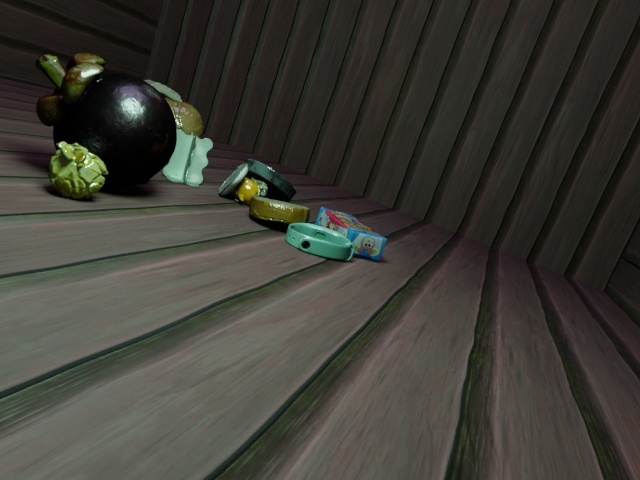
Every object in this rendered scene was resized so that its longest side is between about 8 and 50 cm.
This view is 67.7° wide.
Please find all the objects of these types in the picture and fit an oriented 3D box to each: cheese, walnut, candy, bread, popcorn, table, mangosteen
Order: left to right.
[{"bbox_3d":[-0.652,-0.180,1.277,0.141,0.136,0.162,33,-31,-7],"label":"popcorn"},{"bbox_3d":[-0.646,-0.374,1.454,0.381,0.435,0.382,-15,35,11],"label":"mangosteen"},{"bbox_3d":[-0.914,-0.717,2.655,0.153,0.333,0.292,29,28,34],"label":"cheese"},{"bbox_3d":[-0.765,-0.588,2.474,0.332,0.333,0.333,18,13,-4],"label":"walnut"},{"bbox_3d":[-0.537,-0.337,1.936,0.166,0.199,0.166,19,12,-4],"label":"table"},{"bbox_3d":[-0.306,-0.230,2.111,0.125,0.082,0.106,-5,12,-38],"label":"bread"},{"bbox_3d":[-0.152,-0.108,1.761,0.235,0.070,0.236,11,8,-1],"label":"bread"},{"bbox_3d":[0.107,-0.028,1.833,0.157,0.100,0.306,14,15,-26],"label":"candy"}]

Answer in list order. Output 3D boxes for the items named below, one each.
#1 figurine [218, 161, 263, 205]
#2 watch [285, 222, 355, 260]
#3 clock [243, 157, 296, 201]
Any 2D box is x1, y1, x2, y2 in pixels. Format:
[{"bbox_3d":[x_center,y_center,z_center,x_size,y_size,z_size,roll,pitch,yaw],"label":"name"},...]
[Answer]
[{"bbox_3d":[-0.314,-0.216,1.967,0.141,0.167,0.250,39,-7,-19],"label":"figurine"},{"bbox_3d":[0.000,0.000,1.627,0.236,0.068,0.195,18,14,-2],"label":"watch"},{"bbox_3d":[-0.241,-0.274,2.199,0.280,0.056,0.280,31,-9,5],"label":"clock"}]
